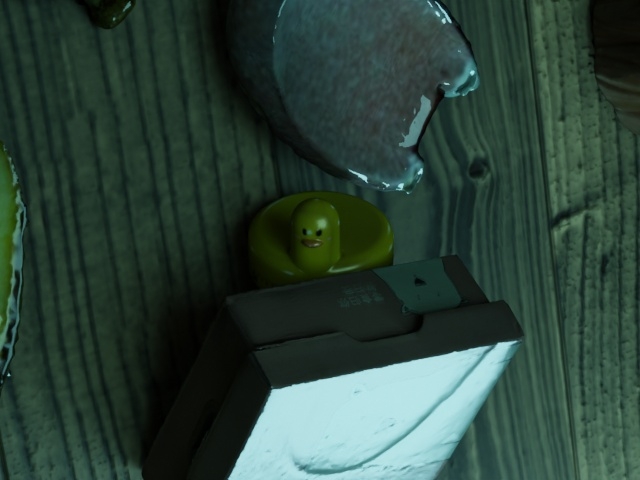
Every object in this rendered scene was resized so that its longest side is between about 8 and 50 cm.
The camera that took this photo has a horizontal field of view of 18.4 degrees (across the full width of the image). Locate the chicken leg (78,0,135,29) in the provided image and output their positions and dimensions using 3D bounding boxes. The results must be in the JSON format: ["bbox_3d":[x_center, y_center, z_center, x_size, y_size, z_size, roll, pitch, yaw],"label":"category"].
[{"bbox_3d":[-0.188,-0.186,1.270,0.178,0.070,0.093,36,51,-46],"label":"chicken leg"}]

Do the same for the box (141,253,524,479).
[{"bbox_3d":[0.002,0.119,1.376,0.215,0.086,0.215,-9,142,-33],"label":"box"}]

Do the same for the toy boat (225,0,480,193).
[{"bbox_3d":[0.013,-0.133,1.419,0.227,0.085,0.155,35,86,-45],"label":"toy boat"}]

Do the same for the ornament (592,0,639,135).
[{"bbox_3d":[0.343,-0.164,1.543,0.235,0.218,0.221,27,82,-34],"label":"ornament"}]

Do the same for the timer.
[{"bbox_3d":[0.000,0.000,1.396,0.107,0.107,0.109,-23,131,-30],"label":"timer"}]

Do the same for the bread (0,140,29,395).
[{"bbox_3d":[-0.280,0.031,1.208,0.186,0.124,0.257,-7,103,-27],"label":"bread"}]
